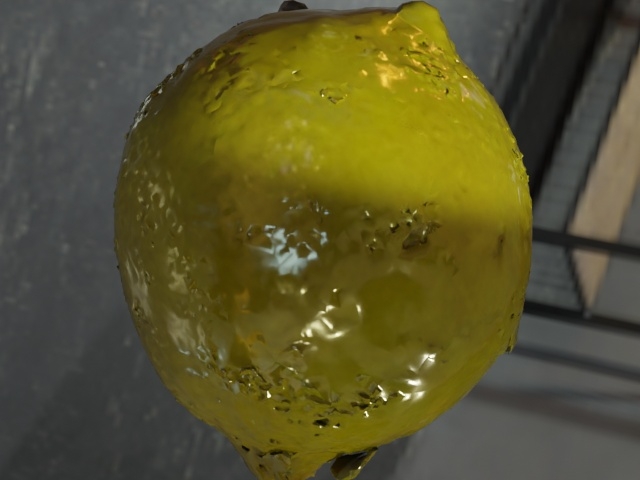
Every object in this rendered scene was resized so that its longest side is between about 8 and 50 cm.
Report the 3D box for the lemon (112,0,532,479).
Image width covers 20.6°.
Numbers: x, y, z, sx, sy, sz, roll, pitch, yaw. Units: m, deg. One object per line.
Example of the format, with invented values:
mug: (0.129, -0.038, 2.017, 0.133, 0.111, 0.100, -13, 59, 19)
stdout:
lemon: (0.000, 0.000, 0.729, 0.173, 0.173, 0.206, 4, 89, -66)
